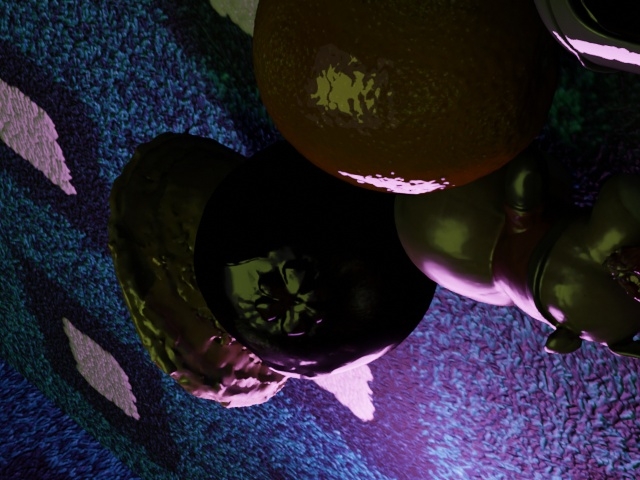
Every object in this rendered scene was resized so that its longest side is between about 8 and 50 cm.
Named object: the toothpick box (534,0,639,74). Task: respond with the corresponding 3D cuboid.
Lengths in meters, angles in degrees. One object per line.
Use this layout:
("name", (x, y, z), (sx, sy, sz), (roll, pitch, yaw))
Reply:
("toothpick box", (0.323, -0.188, 1.123), (0.316, 0.229, 0.229), (23, 144, 43))

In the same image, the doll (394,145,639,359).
("doll", (0.207, 0.005, 1.609), (0.235, 0.174, 0.330), (28, 179, -40))

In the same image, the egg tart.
("egg tart", (-0.105, 0.023, 2.032), (0.150, 0.352, 0.352), (-21, 109, 37))

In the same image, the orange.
("orange", (0.077, -0.172, 1.478), (0.274, 0.274, 0.274), (39, 153, 24))

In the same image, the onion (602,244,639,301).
("onion", (0.354, 0.047, 1.310), (0.267, 0.159, 0.349), (45, 139, -20))

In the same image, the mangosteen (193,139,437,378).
("mangosteen", (-0.003, -0.001, 1.846), (0.287, 0.287, 0.233), (19, 163, 49))
